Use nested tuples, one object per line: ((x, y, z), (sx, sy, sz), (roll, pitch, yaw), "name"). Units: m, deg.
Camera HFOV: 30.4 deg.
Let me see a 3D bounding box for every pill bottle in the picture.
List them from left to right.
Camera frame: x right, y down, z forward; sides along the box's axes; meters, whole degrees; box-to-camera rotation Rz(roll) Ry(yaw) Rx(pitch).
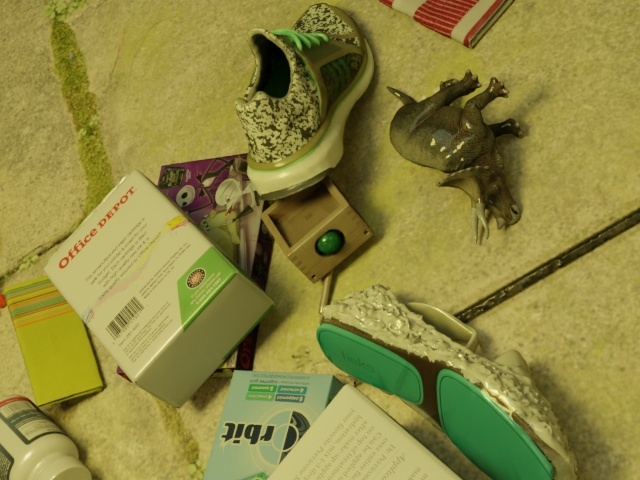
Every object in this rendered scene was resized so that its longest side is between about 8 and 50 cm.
((-0.408, 0.308, 1.673), (0.180, 0.108, 0.108), (33, 83, 38), "pill bottle")

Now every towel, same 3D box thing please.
((-0.408, 0.148, 1.791), (0.102, 0.021, 0.237), (-17, 51, -14), "towel")
((0.185, -0.446, 1.797), (0.237, 0.037, 0.329), (-50, 51, -2), "towel")

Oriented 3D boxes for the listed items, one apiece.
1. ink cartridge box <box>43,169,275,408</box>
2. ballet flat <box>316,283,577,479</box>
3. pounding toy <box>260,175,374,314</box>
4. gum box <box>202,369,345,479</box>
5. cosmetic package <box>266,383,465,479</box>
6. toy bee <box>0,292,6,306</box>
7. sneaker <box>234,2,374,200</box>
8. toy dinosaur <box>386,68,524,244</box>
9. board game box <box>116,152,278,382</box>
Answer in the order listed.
((-0.229, 0.063, 1.643), (0.201, 0.117, 0.278), (-47, 51, -1), "ink cartridge box")
((0.166, 0.157, 1.416), (0.409, 0.147, 0.147), (32, 82, 38), "ballet flat")
((0.000, 0.000, 1.628), (0.130, 0.100, 0.141), (-40, 41, 4), "pounding toy")
((-0.064, 0.262, 1.533), (0.157, 0.041, 0.184), (-1, 60, 30), "gum box")
((0.133, 0.386, 1.277), (0.230, 0.161, 0.453), (-49, 51, -3), "cosmetic package")
((-0.601, 0.079, 1.909), (0.195, 0.162, 0.298), (-50, 26, 7), "toy bee")
((-0.032, -0.250, 1.685), (0.158, 0.182, 0.410), (-12, 39, 20), "sneaker")
((0.164, -0.150, 1.589), (0.160, 0.121, 0.313), (-41, 54, -13), "toy dinosaur")
((-0.173, 0.036, 1.729), (0.208, 0.056, 0.347), (-9, 60, 31), "board game box")
